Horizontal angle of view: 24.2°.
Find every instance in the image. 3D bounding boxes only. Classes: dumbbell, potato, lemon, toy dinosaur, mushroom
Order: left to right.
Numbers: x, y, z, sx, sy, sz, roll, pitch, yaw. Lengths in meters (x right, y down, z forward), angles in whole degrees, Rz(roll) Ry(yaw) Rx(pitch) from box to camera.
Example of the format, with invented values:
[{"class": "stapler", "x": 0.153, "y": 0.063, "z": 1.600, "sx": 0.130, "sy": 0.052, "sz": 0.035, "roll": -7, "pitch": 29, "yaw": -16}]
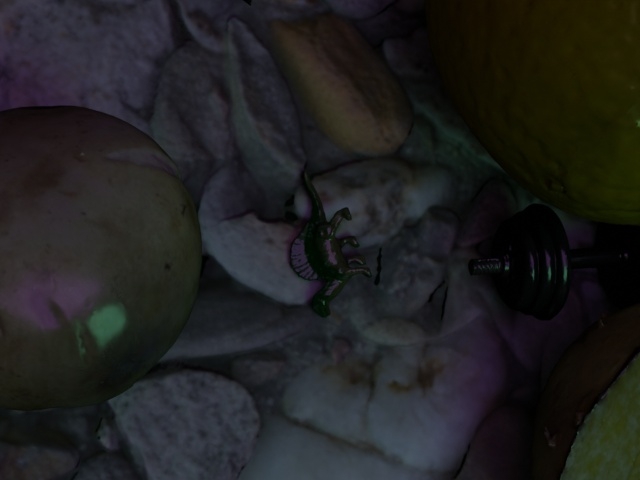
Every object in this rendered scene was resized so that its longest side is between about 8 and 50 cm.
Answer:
[{"class": "mushroom", "x": -0.205, "y": 0.008, "z": 1.081, "sx": 0.255, "sy": 0.184, "sz": 0.255, "roll": -7, "pitch": 50, "yaw": 9}, {"class": "toy dinosaur", "x": 0.000, "y": 0.001, "z": 1.225, "sx": 0.060, "sy": 0.029, "sz": 0.120, "roll": -22, "pitch": 89, "yaw": -6}, {"class": "dumbbell", "x": 0.222, "y": 0.015, "z": 1.249, "sx": 0.208, "sy": 0.099, "sz": 0.099, "roll": -4, "pitch": 84, "yaw": -17}, {"class": "lemon", "x": 0.243, "y": -0.173, "z": 1.163, "sx": 0.336, "sy": 0.336, "sz": 0.336, "roll": 2, "pitch": 83, "yaw": -16}, {"class": "potato", "x": 0.273, "y": 0.147, "z": 1.233, "sx": 0.299, "sy": 0.116, "sz": 0.239, "roll": -38, "pitch": 121, "yaw": -18}]

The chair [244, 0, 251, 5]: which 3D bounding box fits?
[{"class": "chair", "x": -0.106, "y": -0.334, "z": 1.172, "sx": 0.247, "sy": 0.172, "sz": 0.159, "roll": 33, "pitch": 70, "yaw": 35}]
